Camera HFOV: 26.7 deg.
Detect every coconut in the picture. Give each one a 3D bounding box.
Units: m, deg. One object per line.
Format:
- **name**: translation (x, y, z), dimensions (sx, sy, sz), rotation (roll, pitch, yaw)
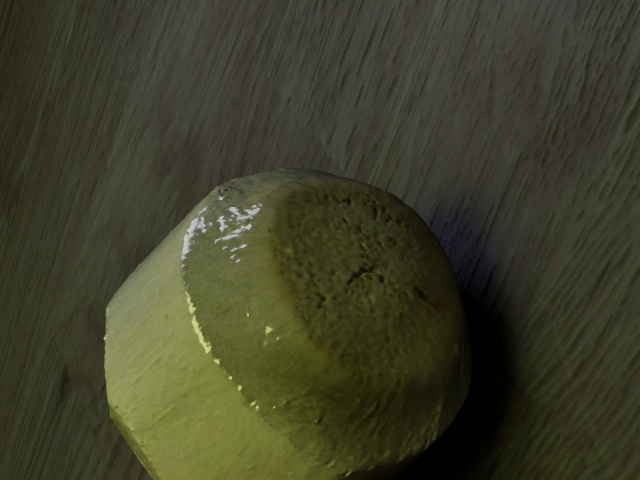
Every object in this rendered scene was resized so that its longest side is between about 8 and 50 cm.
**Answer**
- **coconut**: translation (-0.032, 0.086, 0.953), dimensions (0.266, 0.237, 0.237), rotation (-38, 52, 46)
